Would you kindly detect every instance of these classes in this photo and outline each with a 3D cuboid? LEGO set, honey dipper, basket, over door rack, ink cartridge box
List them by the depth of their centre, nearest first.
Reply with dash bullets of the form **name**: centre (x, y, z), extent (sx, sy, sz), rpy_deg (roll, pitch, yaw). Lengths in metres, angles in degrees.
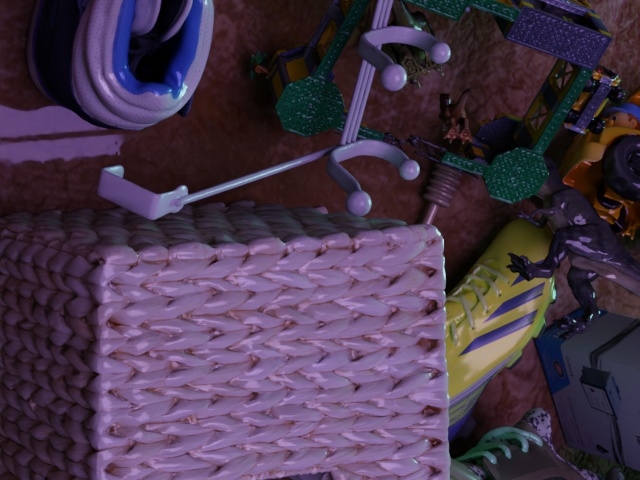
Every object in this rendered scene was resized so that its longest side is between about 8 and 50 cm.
- **over door rack**: centre (-0.004, -0.139, 1.250), extent (0.324, 0.108, 0.239), rpy_deg (-11, 123, -47)
- **basket**: centre (-0.104, 0.113, 1.323), extent (0.328, 0.331, 0.266), rpy_deg (-4, 98, -30)
- **LEGO set**: centre (0.103, -0.198, 1.510), extent (0.331, 0.192, 0.255), rpy_deg (10, 122, -18)
- **honey dipper**: centre (0.097, 0.003, 1.597), extent (0.030, 0.030, 0.160), rpy_deg (22, 90, -31)
- **ink cartridge box**: centre (0.324, 0.157, 1.658), extent (0.082, 0.191, 0.139), rpy_deg (-28, 111, -24)

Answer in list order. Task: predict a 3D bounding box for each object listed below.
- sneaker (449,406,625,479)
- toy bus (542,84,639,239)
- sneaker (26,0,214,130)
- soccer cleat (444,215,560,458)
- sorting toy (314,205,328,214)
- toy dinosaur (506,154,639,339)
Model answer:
- **sneaker**: centre (0.174, 0.243, 1.575), extent (0.410, 0.158, 0.182), rpy_deg (30, 51, -39)
- **toy bus**: centre (0.360, -0.095, 1.667), extent (0.220, 0.149, 0.211), rpy_deg (18, 66, -6)
- **sneaker**: centre (-0.143, -0.248, 1.292), extent (0.130, 0.236, 0.322), rpy_deg (5, 96, -31)
- **soccer cleat**: centre (0.136, 0.090, 1.593), extent (0.121, 0.093, 0.289), rpy_deg (38, 79, -32)
- **sorting toy**: centre (0.000, 0.000, 1.547), extent (0.083, 0.012, 0.062), rpy_deg (-22, 108, -25)
- **toy dinosaur**: centre (0.251, 0.022, 1.562), extent (0.268, 0.064, 0.118), rpy_deg (46, 67, 7)
